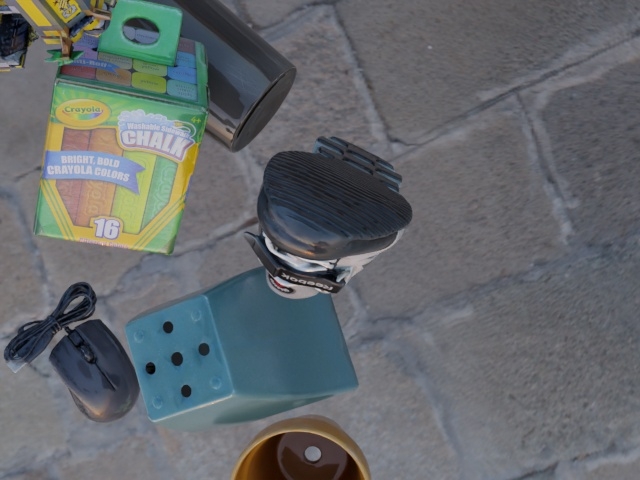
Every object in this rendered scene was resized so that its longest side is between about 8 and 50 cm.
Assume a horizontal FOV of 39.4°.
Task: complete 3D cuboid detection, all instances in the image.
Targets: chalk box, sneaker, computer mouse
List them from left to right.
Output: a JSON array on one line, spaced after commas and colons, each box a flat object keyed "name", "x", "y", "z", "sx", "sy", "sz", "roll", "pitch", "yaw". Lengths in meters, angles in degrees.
[{"name": "computer mouse", "x": -0.398, "y": 0.224, "z": 1.550, "sx": 0.072, "sy": 0.188, "sz": 0.272, "roll": 19, "pitch": 146, "yaw": 47}, {"name": "chalk box", "x": -0.177, "y": -0.114, "z": 0.817, "sx": 0.132, "sy": 0.132, "sz": 0.213, "roll": 9, "pitch": 126, "yaw": -15}, {"name": "sneaker", "x": 0.000, "y": 0.000, "z": 0.790, "sx": 0.122, "sy": 0.330, "sz": 0.146, "roll": 29, "pitch": 102, "yaw": 4}]

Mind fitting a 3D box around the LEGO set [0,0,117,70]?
[{"name": "LEGO set", "x": -0.257, "y": -0.275, "z": 0.785, "sx": 0.255, "sy": 0.192, "sz": 0.331, "roll": -7, "pitch": 70, "yaw": 9}]

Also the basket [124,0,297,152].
[{"name": "basket", "x": -0.154, "y": -0.221, "z": 1.057, "sx": 0.227, "sy": 0.204, "sz": 0.154, "roll": 38, "pitch": 85, "yaw": 5}]

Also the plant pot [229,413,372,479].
[{"name": "plant pot", "x": -0.022, "y": 0.352, "z": 1.352, "sx": 0.205, "sy": 0.188, "sz": 0.205, "roll": 1, "pitch": 97, "yaw": 5}]

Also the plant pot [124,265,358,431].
[{"name": "plant pot", "x": -0.095, "y": 0.121, "z": 0.985, "sx": 0.165, "sy": 0.234, "sz": 0.165, "roll": -21, "pitch": 81, "yaw": 22}]
